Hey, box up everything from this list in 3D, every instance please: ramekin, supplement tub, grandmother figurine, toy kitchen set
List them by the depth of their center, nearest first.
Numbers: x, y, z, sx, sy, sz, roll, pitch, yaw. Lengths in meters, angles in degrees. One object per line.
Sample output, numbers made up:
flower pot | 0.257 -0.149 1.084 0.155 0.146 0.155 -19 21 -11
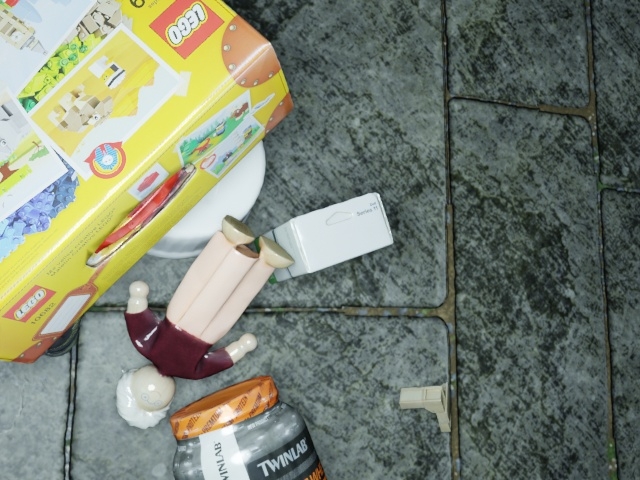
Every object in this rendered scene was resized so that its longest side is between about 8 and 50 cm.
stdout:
supplement tub | -0.087 0.387 1.061 0.207 0.207 0.338 -21 90 -21
grandmother figurine | -0.195 0.129 1.064 0.208 0.104 0.342 33 98 -7
ramekin | -0.219 -0.116 1.128 0.277 0.135 0.277 3 81 -19
toy kitchen set | 0.188 0.285 1.271 0.068 0.075 0.083 -73 149 -51

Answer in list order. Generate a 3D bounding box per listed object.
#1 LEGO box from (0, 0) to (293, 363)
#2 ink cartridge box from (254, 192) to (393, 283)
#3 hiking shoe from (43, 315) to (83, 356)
LEGO box | -0.348 -0.152 0.938 0.372 0.193 0.500 43 85 14
ink cartridge box | 0.000 0.000 1.147 0.153 0.208 0.087 -19 89 -21
hiking shoe | -0.365 0.059 1.061 0.086 0.114 0.227 12 78 -18
